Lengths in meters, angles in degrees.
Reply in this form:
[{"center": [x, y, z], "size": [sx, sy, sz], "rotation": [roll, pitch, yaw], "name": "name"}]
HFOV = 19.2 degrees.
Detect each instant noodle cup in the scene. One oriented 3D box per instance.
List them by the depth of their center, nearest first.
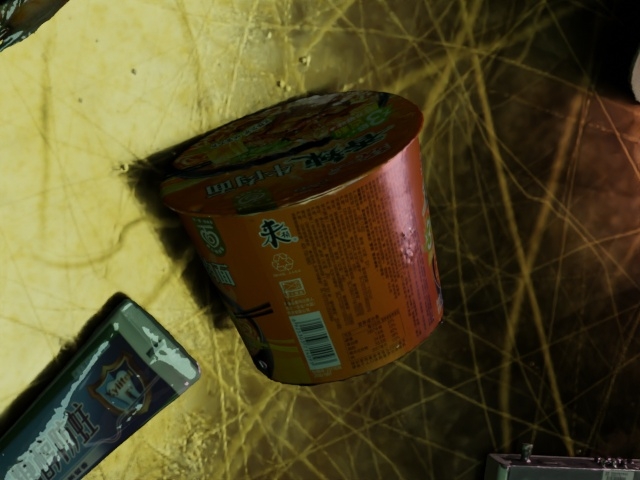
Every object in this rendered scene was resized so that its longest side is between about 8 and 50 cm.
[{"center": [0.000, 0.000, 1.592], "size": [0.230, 0.230, 0.182], "rotation": [-24, 114, -13], "name": "instant noodle cup"}]

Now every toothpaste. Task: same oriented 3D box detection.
[{"center": [-0.268, 0.217, 1.614], "size": [0.392, 0.061, 0.099], "rotation": [-45, 106, -8], "name": "toothpaste"}]

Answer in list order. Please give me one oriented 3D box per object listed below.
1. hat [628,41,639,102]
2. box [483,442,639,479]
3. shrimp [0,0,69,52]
[{"center": [0.363, -0.239, 1.709], "size": [0.252, 0.252, 0.110], "rotation": [-23, 63, -13], "name": "hat"}, {"center": [0.278, 0.298, 1.808], "size": [0.270, 0.045, 0.210], "rotation": [6, 98, -18], "name": "box"}, {"center": [-0.264, -0.273, 1.552], "size": [0.198, 0.051, 0.262], "rotation": [43, 81, -12], "name": "shrimp"}]
